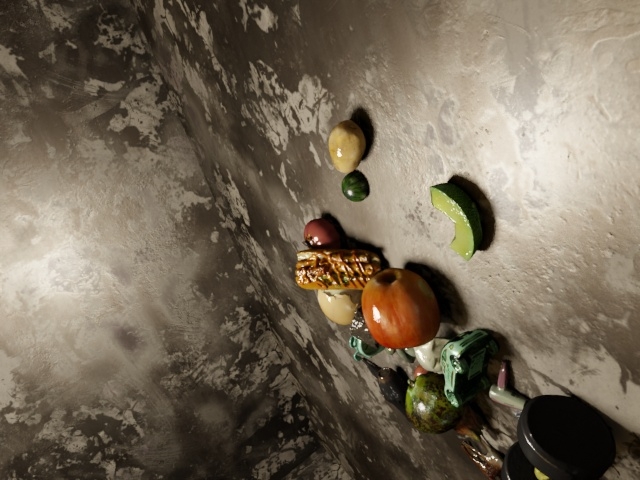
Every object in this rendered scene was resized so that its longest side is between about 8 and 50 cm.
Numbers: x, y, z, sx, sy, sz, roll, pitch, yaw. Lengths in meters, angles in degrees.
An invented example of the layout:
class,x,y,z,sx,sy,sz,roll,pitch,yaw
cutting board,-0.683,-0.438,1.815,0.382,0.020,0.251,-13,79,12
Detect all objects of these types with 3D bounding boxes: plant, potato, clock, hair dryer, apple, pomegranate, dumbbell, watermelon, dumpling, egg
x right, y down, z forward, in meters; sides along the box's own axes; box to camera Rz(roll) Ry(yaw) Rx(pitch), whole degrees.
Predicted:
class,x,y,z,sx,sy,sz,roll,pitch,yaw
plant,0.249,0.337,1.530,0.275,0.149,0.146,25,131,17
potato,0.079,-0.284,1.284,0.119,0.109,0.178,28,151,13
clock,0.193,0.394,1.678,0.060,0.189,0.148,16,127,55
hair dryer,0.548,0.420,1.225,0.106,0.054,0.154,7,118,54
apple,0.254,0.215,1.335,0.242,0.242,0.240,-8,108,63
pomegranate,0.438,0.569,1.452,0.222,0.277,0.203,58,-144,-80
hair dryer,0.292,0.641,1.904,0.303,0.120,0.359,56,169,-25
dumbbell,0.605,0.574,1.092,0.204,0.204,0.322,37,145,41
watermelon,0.107,-0.175,1.397,0.105,0.062,0.105,37,141,38
dumpling,0.396,0.374,1.384,0.181,0.155,0.111,35,-140,-53
egg,0.093,0.238,1.689,0.201,0.201,0.244,34,145,43

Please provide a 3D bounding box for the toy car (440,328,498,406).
class,x,y,z,sx,sy,sz,roll,pitch,yaw
toy car,0.441,0.384,1.284,0.125,0.136,0.305,47,154,45

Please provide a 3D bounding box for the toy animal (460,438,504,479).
class,x,y,z,sx,sy,sz,roll,pitch,yaw
toy animal,0.620,0.785,1.454,0.260,0.087,0.243,40,161,33

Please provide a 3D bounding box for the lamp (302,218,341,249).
class,x,y,z,sx,sy,sz,roll,pitch,yaw
lamp,0.000,0.000,1.685,0.182,0.140,0.182,47,156,29

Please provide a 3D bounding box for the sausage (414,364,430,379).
class,x,y,z,sx,sy,sz,roll,pitch,yaw
sausage,0.391,0.521,1.596,0.054,0.059,0.094,26,136,41

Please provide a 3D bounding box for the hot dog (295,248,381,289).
class,x,y,z,sx,sy,sz,roll,pitch,yaw
hot dog,0.055,0.109,1.545,0.349,0.117,0.158,0,88,26

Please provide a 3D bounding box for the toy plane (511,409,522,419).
class,x,y,z,sx,sy,sz,roll,pitch,yaw
toy plane,0.600,0.516,1.241,0.078,0.031,0.083,48,153,25

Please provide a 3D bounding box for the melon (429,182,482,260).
class,x,y,z,sx,sy,sz,roll,pitch,yaw
melon,0.357,-0.049,1.072,0.118,0.064,0.209,19,134,53
